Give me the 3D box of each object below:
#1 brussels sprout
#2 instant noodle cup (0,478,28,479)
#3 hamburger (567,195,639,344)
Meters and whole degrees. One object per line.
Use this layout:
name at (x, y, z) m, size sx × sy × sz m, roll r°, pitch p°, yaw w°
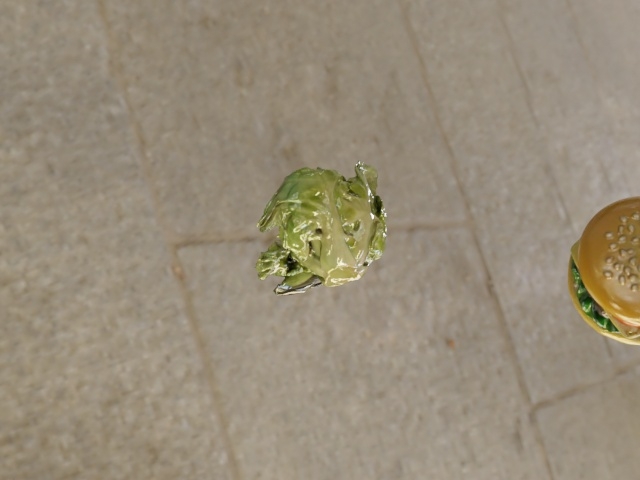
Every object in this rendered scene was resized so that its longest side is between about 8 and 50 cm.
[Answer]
brussels sprout at (0.000, 0.000, 0.711) m, size 0.085 × 0.085 × 0.058 m, roll 6°, pitch 53°, yaw -56°
instant noodle cup at (-0.074, 0.184, 0.458) m, size 0.182 × 0.230 × 0.230 m, roll 6°, pitch 67°, yaw -54°
hamburger at (0.347, 0.033, 1.407) m, size 0.115 × 0.162 × 0.162 m, roll 83°, pitch -2°, yaw -71°
